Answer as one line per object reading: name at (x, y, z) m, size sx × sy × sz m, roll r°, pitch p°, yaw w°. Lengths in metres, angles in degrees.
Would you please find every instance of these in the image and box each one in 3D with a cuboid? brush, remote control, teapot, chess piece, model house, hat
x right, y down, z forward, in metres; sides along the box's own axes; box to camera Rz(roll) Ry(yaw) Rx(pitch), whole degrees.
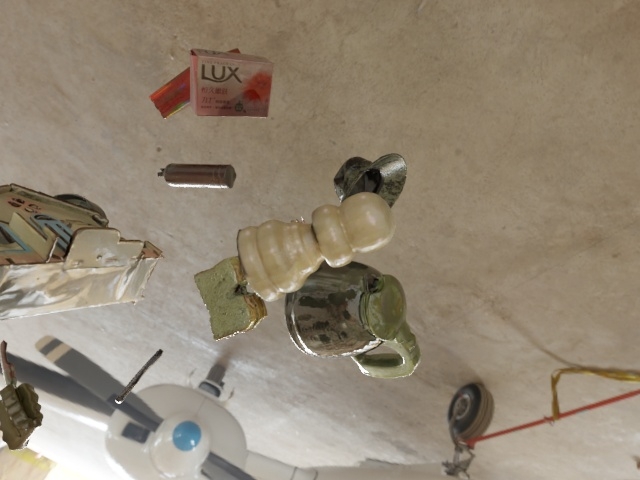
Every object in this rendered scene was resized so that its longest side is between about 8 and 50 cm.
brush at (-0.708, 0.335, 0.959) m, size 0.301 × 0.084 × 0.071 m, roll 41°, pitch -169°, yaw 36°
remote control at (-0.621, 0.465, 1.446) m, size 0.028 × 0.212 × 0.059 m, roll 38°, pitch 150°, yaw -1°
teapot at (0.081, 0.195, 0.960) m, size 0.239 × 0.240 × 0.321 m, roll -7°, pitch 93°, yaw 45°
chess piece at (0.000, 0.000, 0.720) m, size 0.261 × 0.142 × 0.142 m, roll -21°, pitch 125°, yaw 12°
model house at (-0.475, 0.001, 0.726) m, size 0.244 × 0.326 × 0.169 m, roll 30°, pitch 100°, yaw 20°
hat at (0.110, -0.153, 1.155) m, size 0.128 × 0.266 × 0.265 m, roll 43°, pitch 149°, yaw 30°

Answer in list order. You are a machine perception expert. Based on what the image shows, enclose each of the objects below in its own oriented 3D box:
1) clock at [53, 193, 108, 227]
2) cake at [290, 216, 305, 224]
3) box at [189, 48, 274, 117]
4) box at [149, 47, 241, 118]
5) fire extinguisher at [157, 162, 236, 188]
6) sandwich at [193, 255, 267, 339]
clock at (-0.798, -0.004, 1.266) m, size 0.313 × 0.312 × 0.061 m, roll 10°, pitch 156°, yaw 19°
cake at (-0.102, 0.003, 1.805) m, size 0.135 × 0.098 × 0.287 m, roll 39°, pitch 152°, yaw 37°
box at (-0.168, -0.294, 0.792) m, size 0.060 × 0.156 × 0.111 m, roll 49°, pitch 139°, yaw 45°
box at (-0.390, -0.523, 1.381) m, size 0.197 × 0.313 × 0.089 m, roll -19°, pitch 115°, yaw 28°
fire extinguisher at (-0.382, -0.196, 1.262) m, size 0.268 × 0.089 × 0.072 m, roll 4°, pitch 104°, yaw 18°
sandwich at (-0.324, 0.207, 1.527) m, size 0.249 × 0.095 × 0.273 m, roll -27°, pitch 81°, yaw 33°
